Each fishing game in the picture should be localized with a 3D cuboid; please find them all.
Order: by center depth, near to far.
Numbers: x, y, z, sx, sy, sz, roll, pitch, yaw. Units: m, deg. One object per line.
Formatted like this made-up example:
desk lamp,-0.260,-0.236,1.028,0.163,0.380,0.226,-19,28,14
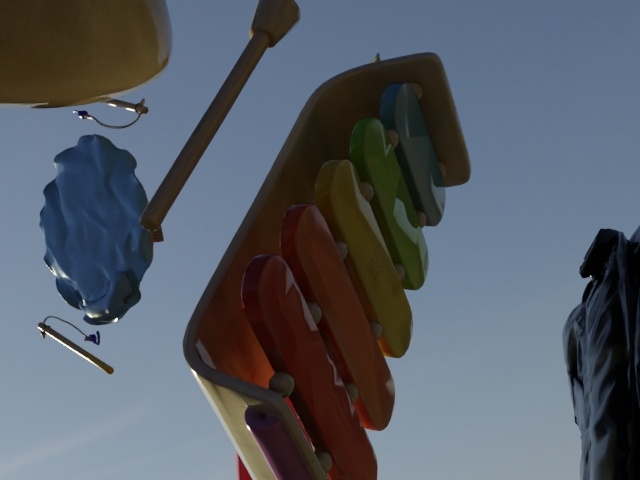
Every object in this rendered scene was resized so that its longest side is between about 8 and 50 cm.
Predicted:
fishing game,-0.209,-0.012,1.180,0.041,0.189,0.264,-3,-76,-44

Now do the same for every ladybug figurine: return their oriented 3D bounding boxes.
ladybug figurine,-0.322,-0.204,0.859,0.449,0.305,0.162,8,-71,0

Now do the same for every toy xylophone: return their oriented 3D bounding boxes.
toy xylophone,0.000,0.000,0.749,0.081,0.322,0.236,1,-36,26

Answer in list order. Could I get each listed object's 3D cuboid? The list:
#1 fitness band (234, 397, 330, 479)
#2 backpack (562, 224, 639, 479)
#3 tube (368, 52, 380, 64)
fitness band,-0.028,0.149,0.996,0.054,0.290,0.209,-1,-18,-14
backpack,0.241,0.125,0.587,0.290,0.273,0.355,-57,1,40
tube,0.049,-0.067,1.165,0.070,0.240,0.062,-16,-39,8
